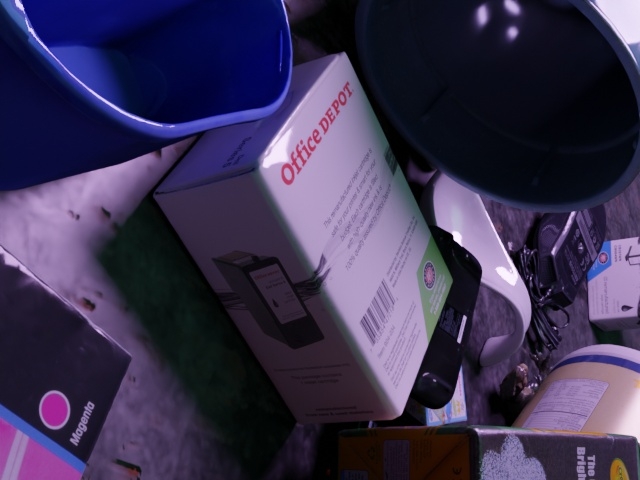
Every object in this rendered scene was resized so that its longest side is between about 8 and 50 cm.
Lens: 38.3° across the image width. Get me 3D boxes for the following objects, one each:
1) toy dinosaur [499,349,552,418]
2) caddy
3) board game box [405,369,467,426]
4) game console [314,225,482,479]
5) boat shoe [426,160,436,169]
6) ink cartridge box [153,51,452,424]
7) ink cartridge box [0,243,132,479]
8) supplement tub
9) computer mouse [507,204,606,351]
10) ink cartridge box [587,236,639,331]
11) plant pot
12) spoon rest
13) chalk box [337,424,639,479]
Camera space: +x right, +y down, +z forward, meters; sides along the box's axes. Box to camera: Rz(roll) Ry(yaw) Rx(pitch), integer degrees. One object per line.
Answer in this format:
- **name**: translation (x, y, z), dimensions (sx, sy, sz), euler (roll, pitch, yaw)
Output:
- **toy dinosaur**: translation (0.316, 0.235, 1.301), dimensions (0.118, 0.064, 0.268), euler (-56, 129, -29)
- **caddy**: translation (-0.135, -0.171, 0.577), dimensions (0.341, 0.179, 0.241), euler (-32, 102, -65)
- **board game box**: translation (0.130, 0.137, 1.075), dimensions (0.103, 0.026, 0.154), euler (8, 74, -55)
- **game console**: translation (0.113, 0.157, 0.991), dimensions (0.213, 0.044, 0.361), euler (42, 54, -34)
- **boat shoe**: translation (0.193, -0.170, 1.217), dimensions (0.081, 0.069, 0.228), euler (63, 37, -24)
- **ink cartridge box**: translation (0.000, 0.000, 0.836), dimensions (0.273, 0.115, 0.198), euler (61, 37, -26)
- **ink cartridge box**: translation (-0.264, 0.037, 0.482), dimensions (0.371, 0.069, 0.175), euler (48, 44, -35)
- **supplement tub**: translation (0.314, 0.301, 1.095), dimensions (0.316, 0.228, 0.228), euler (-43, 118, -37)
- **computer mouse**: translation (0.359, 0.019, 1.425), dimensions (0.272, 0.072, 0.188), euler (-48, 124, -36)
- **ink cartridge box**: translation (0.578, 0.071, 1.607), dimensions (0.086, 0.203, 0.148), euler (29, 57, -50)
- **plant pot**: translation (0.272, -0.265, 1.031), dimensions (0.334, 0.341, 0.341), euler (-49, 124, -27)
- **spoon rest**: translation (0.199, 0.032, 1.158), dimensions (0.276, 0.084, 0.137), euler (64, 36, -23)
- **chalk box**: translation (0.177, 0.266, 0.843), dimensions (0.289, 0.179, 0.180), euler (13, 72, -36)
